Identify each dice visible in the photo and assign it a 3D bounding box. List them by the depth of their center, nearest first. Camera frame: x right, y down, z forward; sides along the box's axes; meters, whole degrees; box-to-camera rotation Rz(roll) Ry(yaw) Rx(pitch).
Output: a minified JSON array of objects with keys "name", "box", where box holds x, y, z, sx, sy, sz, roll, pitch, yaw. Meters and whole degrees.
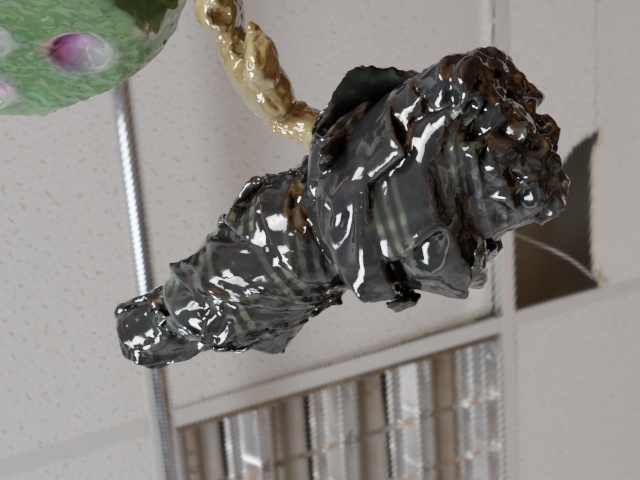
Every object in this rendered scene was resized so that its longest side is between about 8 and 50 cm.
[{"name":"dice","box":[-0.336,-0.335,1.078,0.330,0.318,0.322,31,-129,-54]}]

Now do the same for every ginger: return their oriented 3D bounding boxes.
[{"name":"ginger","box":[-0.051,-0.153,0.975,0.065,0.258,0.149,-34,-20,5]}]

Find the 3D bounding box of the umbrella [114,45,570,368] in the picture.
[{"name":"umbrella","box":[0.009,0.009,0.676,0.154,0.336,0.128,51,-150,7]}]
